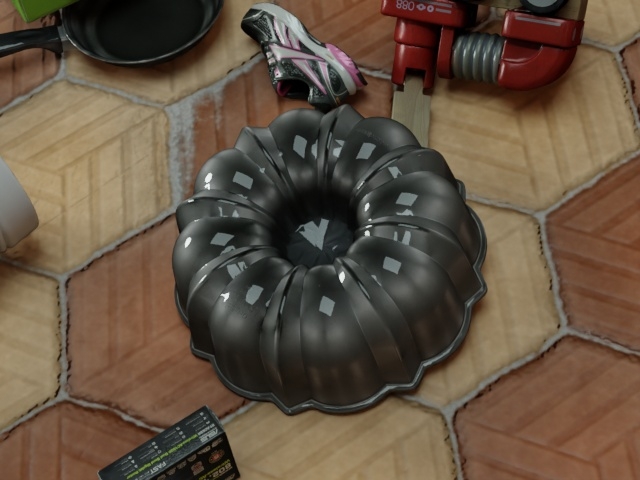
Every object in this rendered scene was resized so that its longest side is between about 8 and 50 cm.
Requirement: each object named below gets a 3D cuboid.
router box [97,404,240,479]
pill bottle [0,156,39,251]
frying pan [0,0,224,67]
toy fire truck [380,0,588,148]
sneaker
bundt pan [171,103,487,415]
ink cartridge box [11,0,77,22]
[{"bbox_3d":[-0.140,0.219,1.465,0.122,0.092,0.038,-31,57,-14],"label":"router box"},{"bbox_3d":[-0.443,0.014,1.613,0.283,0.160,0.160,-38,58,-19],"label":"pill bottle"},{"bbox_3d":[-0.256,-0.238,1.835,0.326,0.053,0.197,-38,56,-17],"label":"frying pan"},{"bbox_3d":[0.163,-0.194,1.711,0.217,0.246,0.158,12,12,15],"label":"toy fire truck"},{"bbox_3d":[-0.036,-0.204,1.773,0.077,0.072,0.178,-46,55,-11],"label":"sneaker"},{"bbox_3d":[0.000,0.000,1.560,0.331,0.124,0.330,-5,60,8],"label":"bundt pan"},{"bbox_3d":[-0.281,-0.390,1.880,0.255,0.097,0.189,-28,45,-11],"label":"ink cartridge box"}]
